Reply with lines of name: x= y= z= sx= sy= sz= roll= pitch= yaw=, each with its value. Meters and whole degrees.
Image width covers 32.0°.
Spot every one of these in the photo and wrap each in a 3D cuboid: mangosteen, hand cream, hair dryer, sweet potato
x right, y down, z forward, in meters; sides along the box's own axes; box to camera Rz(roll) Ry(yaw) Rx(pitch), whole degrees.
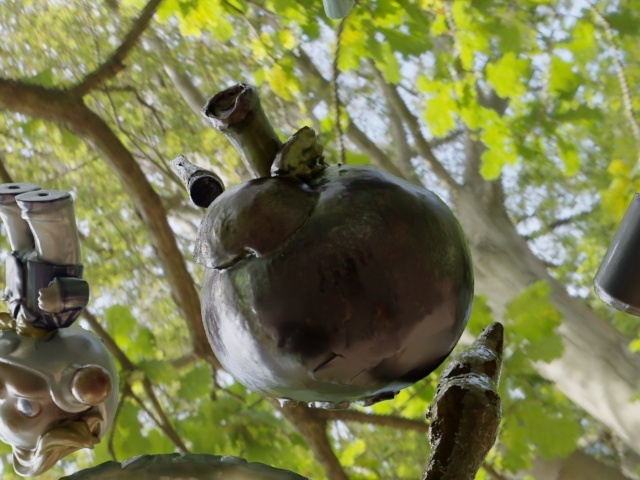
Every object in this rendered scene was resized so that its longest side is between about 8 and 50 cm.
mangosteen: x=0.000 y=0.000 z=0.927 sx=0.231 sy=0.231 sz=0.289 roll=-20 pitch=-82 yaw=-13
hand cream: x=-0.129 y=-0.061 z=1.189 sx=0.062 sy=0.163 sz=0.039 roll=41 pitch=-91 yaw=-15
hair dryer: x=0.382 y=0.057 z=1.068 sx=0.071 sy=0.248 sz=0.114 roll=1 pitch=-63 yaw=-49
sweet potato: x=0.120 y=0.154 z=0.947 sx=0.067 sy=0.274 sz=0.067 roll=10 pitch=-58 yaw=16

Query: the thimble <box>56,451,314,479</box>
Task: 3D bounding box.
thimble: x=-0.082 y=0.256 z=0.657 sx=0.271 sy=0.271 sz=0.150 roll=-4 pitch=-65 yaw=-21

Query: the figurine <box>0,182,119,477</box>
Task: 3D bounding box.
figurine: x=-0.271 y=0.081 z=1.069 sx=0.133 sy=0.194 sz=0.274 roll=-21 pitch=-85 yaw=-53

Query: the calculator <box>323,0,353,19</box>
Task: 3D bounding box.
calculator: x=0.015 y=-0.229 z=0.884 sx=0.021 sy=0.153 sz=0.095 roll=6 pitch=-105 yaw=10
